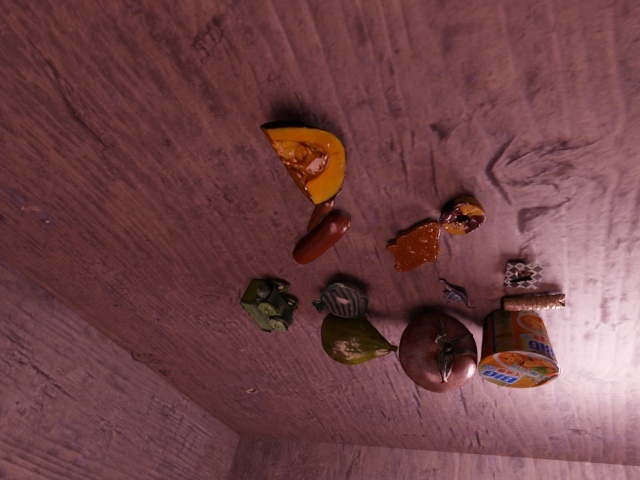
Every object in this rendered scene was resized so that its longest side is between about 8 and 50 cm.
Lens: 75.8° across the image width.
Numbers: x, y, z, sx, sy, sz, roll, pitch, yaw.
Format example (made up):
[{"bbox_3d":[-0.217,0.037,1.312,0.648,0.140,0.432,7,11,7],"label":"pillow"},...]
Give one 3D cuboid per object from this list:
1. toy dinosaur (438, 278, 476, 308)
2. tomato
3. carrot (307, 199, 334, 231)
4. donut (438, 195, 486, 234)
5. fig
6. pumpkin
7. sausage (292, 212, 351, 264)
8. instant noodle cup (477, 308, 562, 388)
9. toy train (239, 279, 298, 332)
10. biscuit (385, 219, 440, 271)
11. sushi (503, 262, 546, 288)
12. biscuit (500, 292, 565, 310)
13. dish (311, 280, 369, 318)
[{"bbox_3d":[0.520,0.212,1.590,0.197,0.045,0.080,39,131,-12],"label":"toy dinosaur"},{"bbox_3d":[0.474,0.452,1.671,0.317,0.316,0.282,15,155,1],"label":"tomato"},{"bbox_3d":[-0.008,-0.087,1.426,0.048,0.048,0.216,25,142,-11],"label":"carrot"},{"bbox_3d":[0.441,-0.081,1.284,0.141,0.059,0.140,8,137,7],"label":"donut"},{"bbox_3d":[0.143,0.441,1.767,0.314,0.233,0.233,37,156,41],"label":"fig"},{"bbox_3d":[-0.040,-0.269,1.199,0.169,0.148,0.312,-38,135,-2],"label":"pumpkin"},{"bbox_3d":[0.000,0.000,1.483,0.089,0.083,0.300,35,134,-14],"label":"sausage"},{"bbox_3d":[0.761,0.414,1.611,0.297,0.214,0.296,8,138,7],"label":"instant noodle cup"},{"bbox_3d":[-0.222,0.288,1.816,0.188,0.159,0.271,1,137,30],"label":"toy train"},{"bbox_3d":[0.333,0.020,1.439,0.183,0.043,0.280,16,134,-7],"label":"biscuit"},{"bbox_3d":[0.712,0.115,1.444,0.120,0.026,0.126,4,133,16],"label":"sushi"},{"bbox_3d":[0.785,0.230,1.524,0.219,0.055,0.061,-8,123,24],"label":"biscuit"},{"bbox_3d":[0.089,0.234,1.710,0.246,0.078,0.224,-12,128,26],"label":"dish"}]
